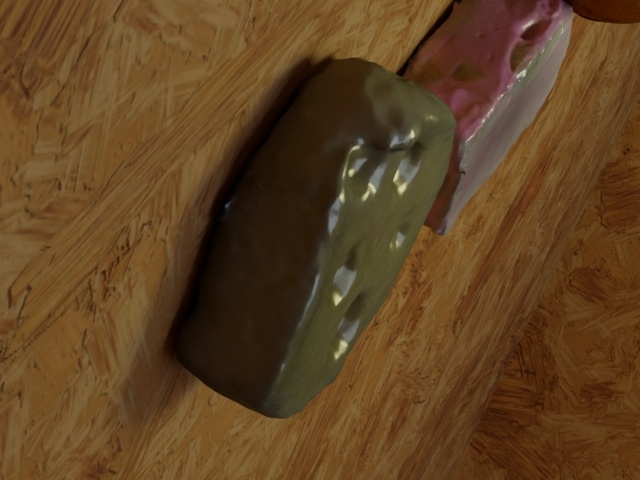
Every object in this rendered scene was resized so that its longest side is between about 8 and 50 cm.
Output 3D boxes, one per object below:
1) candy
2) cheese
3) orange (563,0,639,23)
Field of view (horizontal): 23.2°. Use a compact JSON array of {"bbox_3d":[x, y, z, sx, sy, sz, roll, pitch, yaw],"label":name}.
[{"bbox_3d":[0.153,-0.149,1.634,0.265,0.115,0.155,-50,164,-36],"label":"candy"},{"bbox_3d":[0.000,0.000,1.352,0.326,0.115,0.318,-55,164,-29],"label":"cheese"},{"bbox_3d":[0.326,-0.352,1.670,0.240,0.240,0.240,-56,164,-25],"label":"orange"}]
